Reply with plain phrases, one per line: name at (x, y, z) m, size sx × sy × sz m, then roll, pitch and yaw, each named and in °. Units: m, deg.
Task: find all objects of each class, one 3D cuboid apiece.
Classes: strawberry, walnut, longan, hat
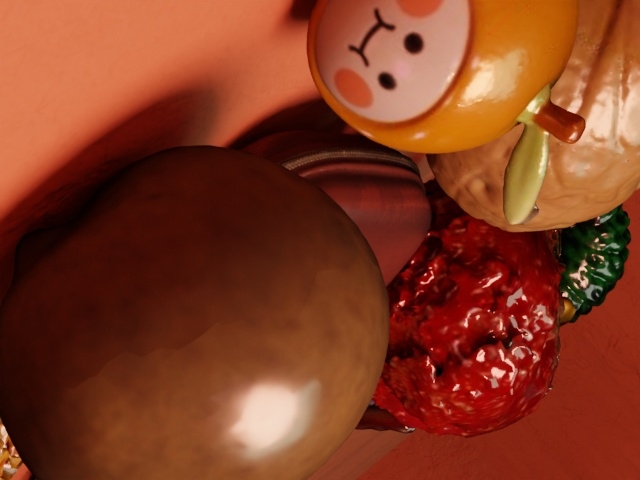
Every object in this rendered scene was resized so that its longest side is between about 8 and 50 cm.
strawberry at (0.126, 0.060, 1.842) m, size 0.220 × 0.274 × 0.274 m, roll -3°, pitch 170°, yaw 6°
walnut at (0.208, -0.156, 1.664) m, size 0.252 × 0.277 × 0.313 m, roll -5°, pitch 158°, yaw -19°
longan at (-0.098, 0.076, 1.413) m, size 0.297 × 0.297 × 0.297 m, roll -42°, pitch 169°, yaw -10°
hat at (0.248, -0.019, 2.501) m, size 0.274 × 0.242 × 0.332 m, roll -6°, pitch -169°, yaw -2°

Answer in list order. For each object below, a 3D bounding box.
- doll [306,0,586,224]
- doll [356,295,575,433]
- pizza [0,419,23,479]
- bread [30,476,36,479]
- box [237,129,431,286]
doll at (0.118, -0.145, 1.439) m, size 0.213 × 0.236 × 0.213 m, roll -46°, pitch 174°, yaw -6°
doll at (0.096, 0.089, 2.225) m, size 0.318 × 0.209 × 0.340 m, roll 3°, pitch 147°, yaw -27°
pizza at (-0.247, 0.117, 1.554) m, size 0.251 × 0.074 × 0.287 m, roll -47°, pitch 170°, yaw 3°
bread at (-0.226, 0.316, 1.996) m, size 0.142 × 0.224 × 0.212 m, roll -25°, pitch 179°, yaw -40°
box at (-0.075, 0.060, 1.731) m, size 0.263 × 0.108 × 0.404 m, roll 3°, pitch 135°, yaw -51°
